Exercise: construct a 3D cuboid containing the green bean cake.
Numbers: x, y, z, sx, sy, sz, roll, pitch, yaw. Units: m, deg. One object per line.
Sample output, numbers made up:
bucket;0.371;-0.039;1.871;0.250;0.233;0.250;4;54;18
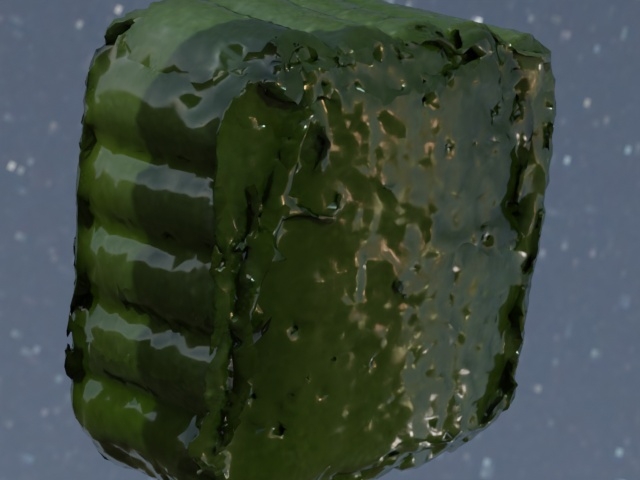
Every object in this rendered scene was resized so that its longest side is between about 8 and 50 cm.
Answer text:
green bean cake;0.000;0.000;0.841;0.113;0.200;0.214;20;-69;46
